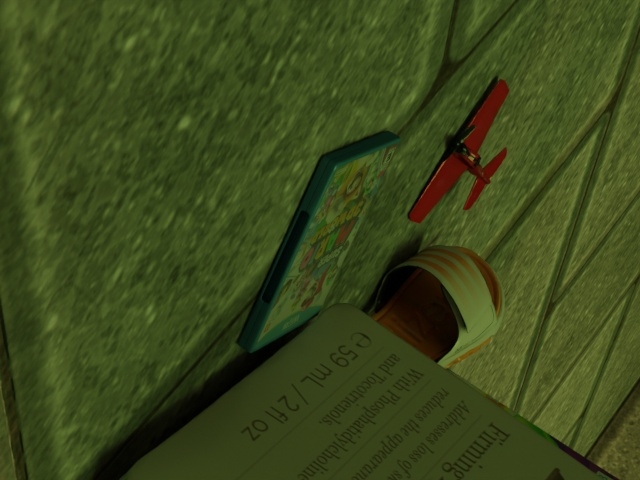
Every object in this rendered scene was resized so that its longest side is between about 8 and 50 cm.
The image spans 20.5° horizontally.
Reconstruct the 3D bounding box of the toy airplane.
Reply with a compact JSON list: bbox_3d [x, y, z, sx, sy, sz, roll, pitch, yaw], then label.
[{"bbox_3d":[0.133,-0.068,1.580,0.151,0.028,0.151,-50,162,-22],"label":"toy airplane"}]

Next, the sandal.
[{"bbox_3d":[0.090,0.068,1.573,0.265,0.102,0.076,-39,158,-44],"label":"sandal"}]

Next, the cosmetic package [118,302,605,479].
[{"bbox_3d":[0.041,0.326,1.353,0.329,0.393,0.327,-37,157,-53],"label":"cosmetic package"}]

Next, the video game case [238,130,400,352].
[{"bbox_3d":[0.000,0.000,1.337,0.119,0.015,0.166,-27,145,-61],"label":"video game case"}]

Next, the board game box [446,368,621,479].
[{"bbox_3d":[0.106,0.224,1.590,0.142,0.275,0.144,-43,158,-42],"label":"board game box"}]
